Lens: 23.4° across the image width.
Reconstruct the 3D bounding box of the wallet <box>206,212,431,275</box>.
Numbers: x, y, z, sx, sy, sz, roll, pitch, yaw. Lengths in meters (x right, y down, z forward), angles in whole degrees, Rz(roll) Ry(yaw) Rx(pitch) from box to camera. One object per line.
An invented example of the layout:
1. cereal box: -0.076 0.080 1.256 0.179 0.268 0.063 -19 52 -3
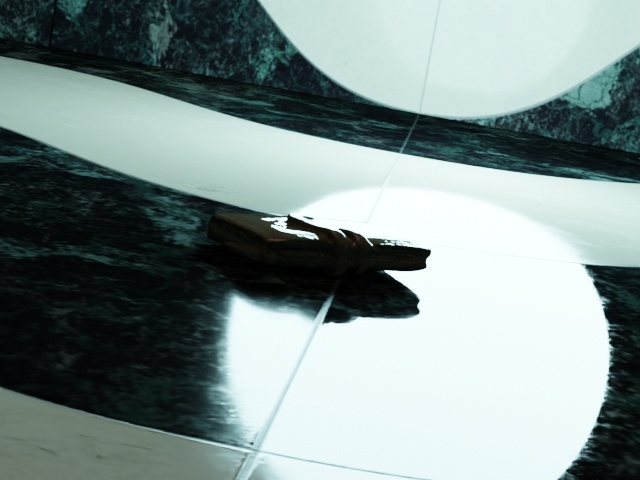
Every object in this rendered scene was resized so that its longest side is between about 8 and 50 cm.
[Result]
1. wallet: 0.000 0.000 1.196 0.153 0.039 0.118 5 9 -31
